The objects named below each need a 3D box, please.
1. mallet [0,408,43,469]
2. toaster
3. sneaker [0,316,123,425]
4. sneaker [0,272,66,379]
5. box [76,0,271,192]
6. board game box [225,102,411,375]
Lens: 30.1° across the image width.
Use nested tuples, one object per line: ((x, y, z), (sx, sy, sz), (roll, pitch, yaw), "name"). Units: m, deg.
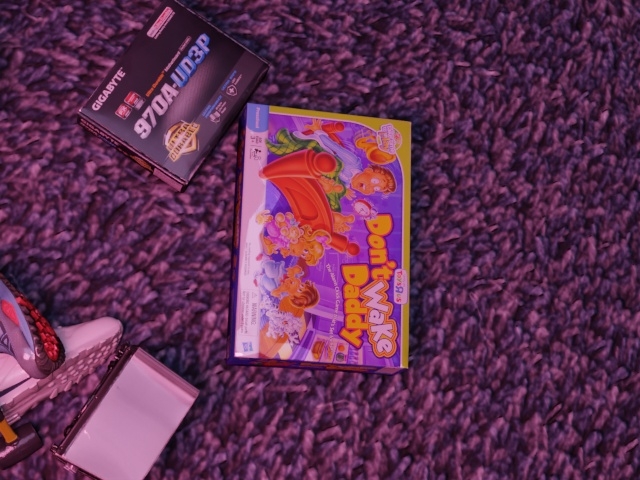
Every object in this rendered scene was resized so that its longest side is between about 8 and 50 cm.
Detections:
((-0.388, 0.220, 1.412), (0.062, 0.189, 0.039), (-35, 62, -10), "mallet")
((-0.238, 0.216, 1.455), (0.110, 0.168, 0.185), (35, 72, -6), "toaster")
((-0.358, 0.148, 1.489), (0.235, 0.090, 0.095), (-29, 66, -23), "sneaker")
((-0.409, 0.107, 1.442), (0.125, 0.104, 0.262), (-45, 50, -11), "sneaker")
((-0.199, -0.201, 1.629), (0.175, 0.051, 0.220), (35, 71, -3), "box")
((0.000, 0.000, 1.612), (0.233, 0.078, 0.347), (5, 75, -12), "board game box")
